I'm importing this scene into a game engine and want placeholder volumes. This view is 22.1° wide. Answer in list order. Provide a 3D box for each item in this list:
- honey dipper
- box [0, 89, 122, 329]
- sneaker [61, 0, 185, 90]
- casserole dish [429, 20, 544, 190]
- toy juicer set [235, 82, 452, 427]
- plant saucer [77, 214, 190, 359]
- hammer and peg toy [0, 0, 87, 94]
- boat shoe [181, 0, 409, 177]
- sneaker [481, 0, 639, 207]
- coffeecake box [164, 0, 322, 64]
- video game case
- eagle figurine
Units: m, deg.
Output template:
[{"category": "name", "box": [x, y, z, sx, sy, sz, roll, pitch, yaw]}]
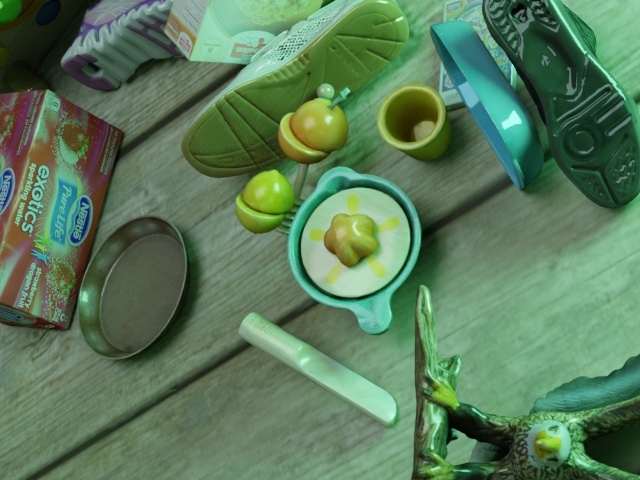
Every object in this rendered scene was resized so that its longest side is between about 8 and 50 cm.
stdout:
[{"category": "honey dipper", "box": [-0.013, -0.084, 1.691, 0.030, 0.030, 0.160, 25, 101, 45]}, {"category": "box", "box": [-0.343, -0.035, 1.917, 0.123, 0.128, 0.256, 1, 70, 42]}, {"category": "sneaker", "box": [-0.208, -0.264, 1.937, 0.236, 0.095, 0.104, -17, 52, 37]}, {"category": "casserole dish", "box": [0.159, -0.131, 1.530, 0.037, 0.114, 0.188, -29, 59, 0]}, {"category": "toy juicer set", "box": [0.000, 0.000, 1.587, 0.209, 0.089, 0.329, 7, 76, 22]}, {"category": "plant saucer", "box": [-0.202, 0.055, 1.819, 0.168, 0.029, 0.168, -19, 58, 34]}, {"category": "hammer and peg toy", "box": [-0.338, -0.339, 1.986, 0.127, 0.266, 0.361, 42, 100, 22]}, {"category": "boat shoe", "box": [-0.028, -0.170, 1.732, 0.277, 0.098, 0.096, -34, 28, 12]}, {"category": "sneaker", "box": [0.235, -0.135, 1.494, 0.087, 0.130, 0.227, -34, 78, 19]}, {"category": "coffeecake box", "box": [-0.066, -0.281, 1.734, 0.068, 0.142, 0.185, 50, 128, 40]}, {"category": "video game case", "box": [0.158, -0.194, 1.631, 0.087, 0.011, 0.122, -12, 63, 37]}, {"category": "eagle figurine", "box": [0.217, 0.168, 1.316, 0.298, 0.225, 0.226, 1, 113, 12]}]
